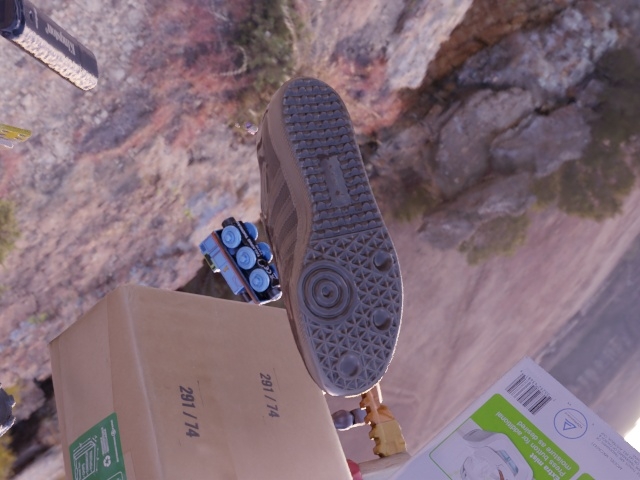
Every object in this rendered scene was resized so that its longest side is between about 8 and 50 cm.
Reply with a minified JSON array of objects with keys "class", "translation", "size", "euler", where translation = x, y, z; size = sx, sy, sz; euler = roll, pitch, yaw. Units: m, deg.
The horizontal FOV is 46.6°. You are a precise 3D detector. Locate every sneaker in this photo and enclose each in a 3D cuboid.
[{"class":"sneaker","translation":[0.000,0.000,0.444],"size":[0.066,0.188,0.071],"euler":[-1,163,-21]}]

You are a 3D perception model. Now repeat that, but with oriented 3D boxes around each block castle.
[{"class":"block castle","translation":[-0.031,0.373,1.391],"size":[0.212,0.303,0.453],"euler":[-7,156,-22]}]

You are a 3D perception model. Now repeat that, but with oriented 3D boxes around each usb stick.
[{"class":"usb stick","translation":[-0.424,-0.309,1.176],"size":[0.045,0.077,0.278],"euler":[-2,174,7]}]

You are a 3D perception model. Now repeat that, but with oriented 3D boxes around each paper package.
[{"class":"paper package","translation":[-0.137,0.237,0.889],"size":[0.309,0.325,0.168],"euler":[15,134,-46]}]

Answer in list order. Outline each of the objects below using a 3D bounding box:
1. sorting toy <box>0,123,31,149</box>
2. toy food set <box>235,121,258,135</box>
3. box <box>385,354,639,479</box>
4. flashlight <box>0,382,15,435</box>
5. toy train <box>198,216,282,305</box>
[{"class":"sorting toy","translation":[-0.575,-0.149,1.166],"size":[0.132,0.274,0.046],"euler":[21,71,-57]},{"class":"toy food set","translation":[-0.151,-0.267,1.838],"size":[0.019,0.122,0.078],"euler":[-65,-173,-1]},{"class":"box","translation":[0.159,0.257,0.514],"size":[0.231,0.262,0.127],"euler":[-39,146,-14]},{"class":"flashlight","translation":[-0.608,0.333,1.202],"size":[0.304,0.103,0.103],"euler":[-41,180,21]},{"class":"toy train","translation":[-0.144,0.046,1.395],"size":[0.105,0.184,0.080],"euler":[-41,167,31]}]
